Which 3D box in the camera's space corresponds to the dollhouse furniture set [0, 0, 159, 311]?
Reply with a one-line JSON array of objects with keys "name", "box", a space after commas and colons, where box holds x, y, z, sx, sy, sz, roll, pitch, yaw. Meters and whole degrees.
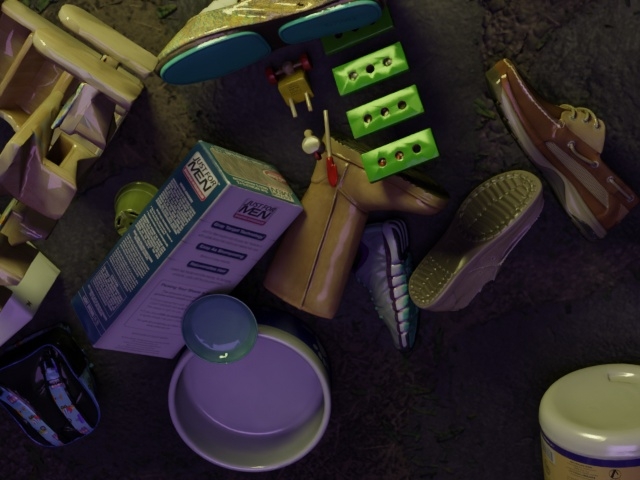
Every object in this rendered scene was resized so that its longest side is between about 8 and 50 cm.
[{"name": "dollhouse furniture set", "box": [-0.419, -0.170, 1.623, 0.256, 0.394, 0.362, 32, 111, -11]}]

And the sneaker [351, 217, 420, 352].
[{"name": "sneaker", "box": [0.099, 0.072, 1.891, 0.098, 0.083, 0.224, -1, 108, 22]}]

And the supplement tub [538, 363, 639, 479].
[{"name": "supplement tub", "box": [0.483, 0.393, 1.915, 0.241, 0.241, 0.331, -7, 114, 6]}]

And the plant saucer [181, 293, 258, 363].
[{"name": "plant saucer", "box": [-0.155, 0.134, 1.836, 0.119, 0.021, 0.119, 1, 111, 3]}]

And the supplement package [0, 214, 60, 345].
[{"name": "supplement package", "box": [-0.587, 0.110, 1.875, 0.293, 0.175, 0.177, -39, 105, 18]}]

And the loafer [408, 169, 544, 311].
[{"name": "loafer", "box": [0.247, 0.005, 1.836, 0.268, 0.102, 0.092, -47, 140, 12]}]

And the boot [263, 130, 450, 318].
[{"name": "boot", "box": [0.053, -0.002, 1.806, 0.236, 0.089, 0.269, 31, 111, 28]}]

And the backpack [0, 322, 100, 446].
[{"name": "backpack", "box": [-0.441, 0.245, 1.960, 0.158, 0.117, 0.173, -28, 109, 14]}]

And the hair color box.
[{"name": "hair color box", "box": [-0.206, 0.022, 1.815, 0.347, 0.105, 0.174, -48, 145, 20]}]

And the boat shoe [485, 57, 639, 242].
[{"name": "boat shoe", "box": [0.362, -0.145, 1.757, 0.120, 0.122, 0.324, -35, 116, 11]}]

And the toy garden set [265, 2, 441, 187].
[{"name": "toy garden set", "box": [0.045, -0.195, 1.726, 0.203, 0.049, 0.244, -21, 78, 14]}]

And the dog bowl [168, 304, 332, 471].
[{"name": "dog bowl", "box": [-0.112, 0.243, 1.951, 0.265, 0.104, 0.265, 1, 114, 3]}]

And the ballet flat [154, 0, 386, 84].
[{"name": "ballet flat", "box": [-0.079, -0.323, 1.698, 0.348, 0.123, 0.123, -17, 112, 9]}]

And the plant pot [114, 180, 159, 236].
[{"name": "plant pot", "box": [-0.288, -0.039, 1.847, 0.083, 0.079, 0.083, 1, 114, 3]}]
